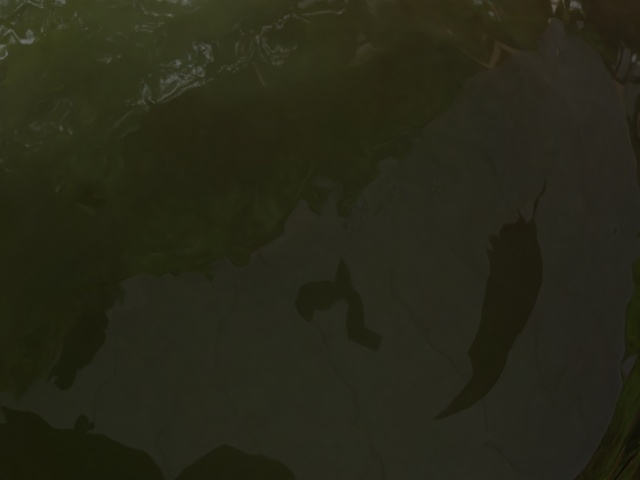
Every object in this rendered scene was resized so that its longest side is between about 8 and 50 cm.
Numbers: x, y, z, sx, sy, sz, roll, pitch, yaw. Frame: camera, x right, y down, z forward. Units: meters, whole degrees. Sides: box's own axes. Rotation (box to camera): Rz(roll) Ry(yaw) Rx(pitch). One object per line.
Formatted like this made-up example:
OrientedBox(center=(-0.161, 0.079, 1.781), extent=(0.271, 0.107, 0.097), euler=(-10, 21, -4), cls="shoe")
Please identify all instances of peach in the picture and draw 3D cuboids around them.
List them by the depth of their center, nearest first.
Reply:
OrientedBox(center=(0.000, 0.000, 0.517), extent=(0.292, 0.247, 0.292), euler=(-12, -62, -24), cls="peach")
